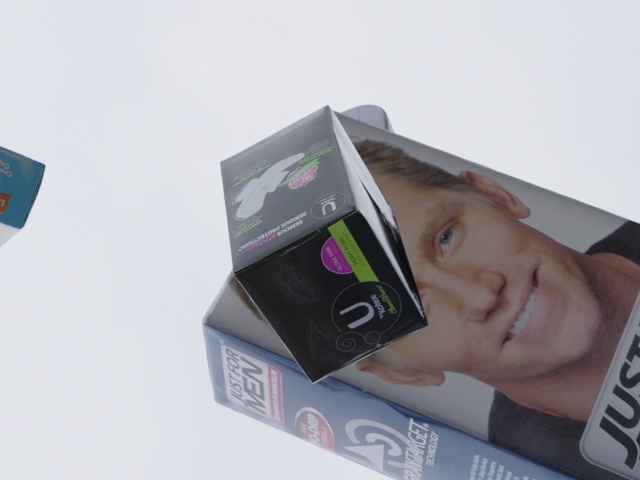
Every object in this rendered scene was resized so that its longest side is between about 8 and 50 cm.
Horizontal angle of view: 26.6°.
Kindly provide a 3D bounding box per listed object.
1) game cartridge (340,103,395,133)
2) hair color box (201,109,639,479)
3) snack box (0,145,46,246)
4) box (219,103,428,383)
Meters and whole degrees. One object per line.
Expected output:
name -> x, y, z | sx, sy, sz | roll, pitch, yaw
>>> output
game cartridge -> 0.075, 0.030, 1.255 | 0.198, 0.062, 0.297 | 68, -169, -59
hair color box -> 0.123, 0.069, 0.797 | 0.105, 0.347, 0.174 | 88, -154, -56
snack box -> -0.380, -0.071, 0.991 | 0.321, 0.187, 0.060 | 23, -111, -21
box -> 0.000, 0.000, 0.518 | 0.052, 0.083, 0.062 | -27, -59, 10
